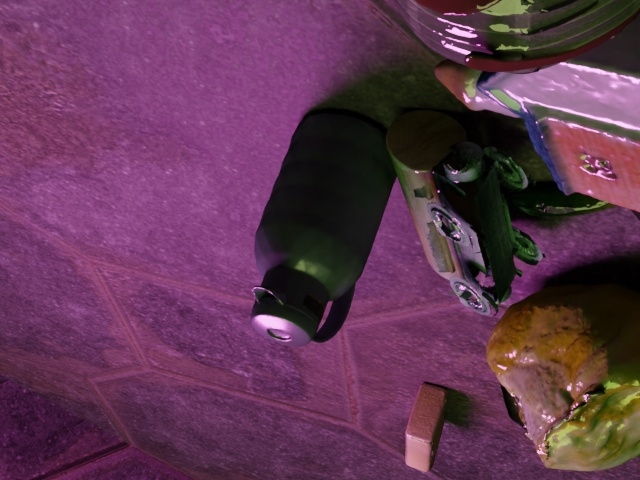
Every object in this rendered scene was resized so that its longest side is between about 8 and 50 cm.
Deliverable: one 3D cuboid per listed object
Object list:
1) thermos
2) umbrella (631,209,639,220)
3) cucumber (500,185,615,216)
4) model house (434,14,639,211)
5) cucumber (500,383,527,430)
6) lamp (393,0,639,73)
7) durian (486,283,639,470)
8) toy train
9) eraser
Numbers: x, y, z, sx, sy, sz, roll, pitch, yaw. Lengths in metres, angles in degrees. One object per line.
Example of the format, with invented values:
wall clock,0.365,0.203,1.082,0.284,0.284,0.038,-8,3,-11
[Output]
thermos,0.000,0.000,1.302,0.145,0.286,0.182,3,149,31
umbrella,0.308,-0.099,1.170,0.053,0.052,0.250,-11,139,43
cucumber,0.298,-0.048,1.285,0.168,0.039,0.039,-1,146,32
model house,0.262,-0.165,0.992,0.325,0.194,0.267,18,158,35
cucumber,0.379,0.227,1.586,0.130,0.191,0.191,30,152,-35
lamp,0.151,-0.248,0.770,0.233,0.265,0.233,41,172,7
durian,0.364,0.171,1.404,0.256,0.339,0.204,-39,132,13
toy train,0.163,-0.027,1.294,0.189,0.126,0.307,27,159,31
eraser,0.199,0.357,1.995,0.058,0.117,0.172,14,152,12
